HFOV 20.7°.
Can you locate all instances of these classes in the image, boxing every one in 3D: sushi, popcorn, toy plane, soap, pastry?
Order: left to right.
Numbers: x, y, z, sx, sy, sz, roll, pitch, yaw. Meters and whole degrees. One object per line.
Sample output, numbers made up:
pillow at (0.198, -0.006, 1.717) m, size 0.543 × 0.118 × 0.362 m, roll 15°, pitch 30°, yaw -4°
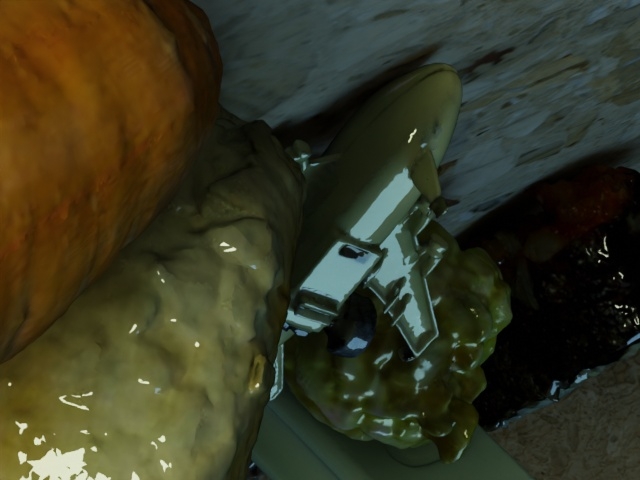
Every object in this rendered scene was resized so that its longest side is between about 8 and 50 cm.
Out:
pastry at (-0.098, 0.079, 0.775) m, size 0.136 × 0.329 × 0.329 m, roll 16°, pitch 163°, yaw -5°
toy plane at (0.000, 0.000, 1.017) m, size 0.242 × 0.104 × 0.256 m, roll 22°, pitch 132°, yaw -32°
soap at (0.033, 0.163, 1.474) m, size 0.160 × 0.265 × 0.087 m, roll -16°, pitch 139°, yaw -43°
popcorn at (0.060, 0.075, 1.370) m, size 0.187 × 0.185 × 0.167 m, roll 1°, pitch 163°, yaw 33°
sushi at (0.221, 0.054, 1.682) m, size 0.196 × 0.182 × 0.343 m, roll -23°, pitch 171°, yaw -41°

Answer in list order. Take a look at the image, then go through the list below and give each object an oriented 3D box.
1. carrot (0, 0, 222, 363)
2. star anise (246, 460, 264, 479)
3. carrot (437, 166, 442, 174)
carrot at (-0.123, -0.034, 0.555) m, size 0.225 × 0.159 × 0.159 m, roll -34°, pitch 177°, yaw -40°
star anise at (-0.130, 0.215, 1.797) m, size 0.332 × 0.117 × 0.332 m, roll -29°, pitch 174°, yaw -4°
carrot at (0.028, -0.032, 1.157) m, size 0.048 × 0.048 × 0.216 m, roll -32°, pitch 173°, yaw 31°
